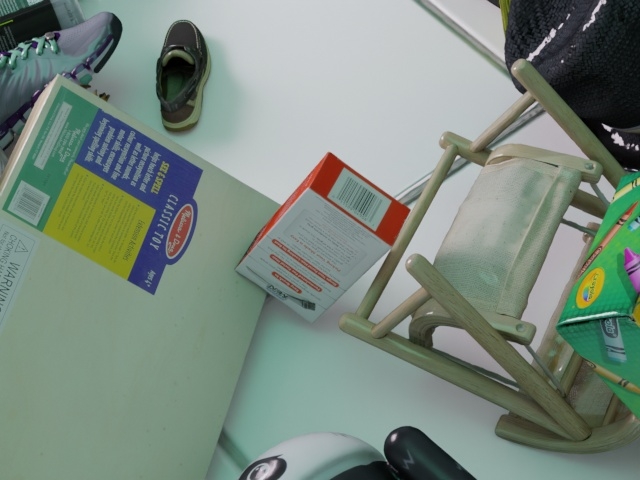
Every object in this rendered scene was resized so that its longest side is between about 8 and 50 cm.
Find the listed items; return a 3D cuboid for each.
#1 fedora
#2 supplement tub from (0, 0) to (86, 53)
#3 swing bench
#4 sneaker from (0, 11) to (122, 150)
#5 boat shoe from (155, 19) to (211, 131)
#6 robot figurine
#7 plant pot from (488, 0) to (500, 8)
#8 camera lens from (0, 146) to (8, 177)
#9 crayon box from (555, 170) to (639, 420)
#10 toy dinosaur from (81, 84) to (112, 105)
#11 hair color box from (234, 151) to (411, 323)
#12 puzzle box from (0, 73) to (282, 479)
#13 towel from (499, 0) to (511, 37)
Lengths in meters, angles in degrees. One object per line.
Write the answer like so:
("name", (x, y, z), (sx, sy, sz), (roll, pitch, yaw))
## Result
("fedora", (0.276, -0.225, 1.499), (0.152, 0.334, 0.334), (0, 47, -29))
("supplement tub", (-0.354, -0.225, 1.720), (0.190, 0.117, 0.117), (-23, 54, -11))
("swing bench", (0.198, 0.027, 1.422), (0.254, 0.165, 0.253), (35, 58, -7))
("sneaker", (-0.311, -0.177, 1.649), (0.223, 0.098, 0.083), (-42, 29, -2))
("boat shoe", (-0.148, -0.187, 1.708), (0.056, 0.049, 0.152), (-6, 52, 3))
("robot figurine", (0.036, 0.276, 1.259), (0.209, 0.174, 0.278), (-33, 57, -21))
("plant pot", (0.197, -0.369, 1.732), (0.187, 0.167, 0.188), (-39, 59, -22))
("camera lens", (-0.442, -0.073, 1.501), (0.219, 0.274, 0.219), (-14, 54, 20))
("crayon box", (0.327, 0.089, 1.312), (0.081, 0.278, 0.165), (-13, 40, 48))
("toy dinosaur", (-0.267, -0.102, 1.664), (0.112, 0.064, 0.211), (-13, 39, 35))
("hair color box", (0.000, 0.000, 1.445), (0.093, 0.167, 0.053), (35, 51, -7))
("puzzle box", (-0.196, 0.074, 1.424), (0.272, 0.052, 0.409), (31, 53, -17))
("towel", (0.220, -0.289, 1.624), (0.102, 0.237, 0.021), (-39, 52, -20))
